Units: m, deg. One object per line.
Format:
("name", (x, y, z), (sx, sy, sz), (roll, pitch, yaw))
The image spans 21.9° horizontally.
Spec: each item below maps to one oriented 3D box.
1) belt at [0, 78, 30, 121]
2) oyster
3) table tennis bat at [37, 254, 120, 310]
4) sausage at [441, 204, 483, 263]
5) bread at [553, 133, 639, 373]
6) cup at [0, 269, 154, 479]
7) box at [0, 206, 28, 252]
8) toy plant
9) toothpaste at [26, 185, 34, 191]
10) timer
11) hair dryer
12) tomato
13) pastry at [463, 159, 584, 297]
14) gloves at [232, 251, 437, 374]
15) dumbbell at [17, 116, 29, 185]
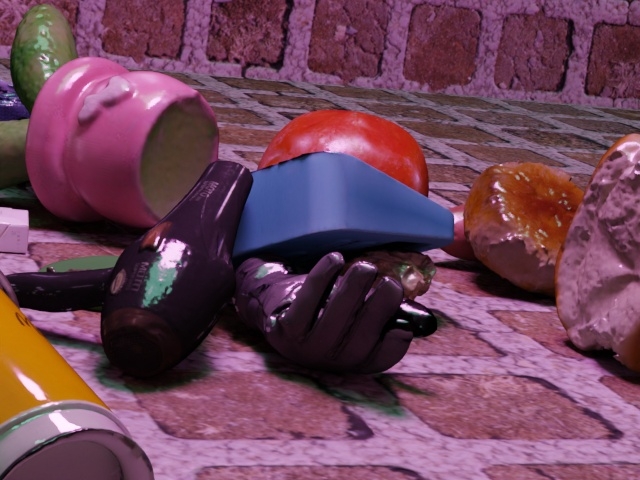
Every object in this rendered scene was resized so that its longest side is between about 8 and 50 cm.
("belt", (-0.520, -0.191, 2.464), (0.218, 0.128, 0.122), (9, 13, 14))
("oyster", (0.047, 0.056, 1.808), (0.191, 0.081, 0.163), (0, -13, -38))
("table tennis bat", (-0.197, 0.038, 1.818), (0.160, 0.039, 0.257), (17, 20, 32))
("sausage", (0.312, -0.011, 2.227), (0.433, 0.088, 0.088), (-2, 15, -36))
("bread", (0.402, 0.016, 1.805), (0.279, 0.250, 0.225), (5, 18, -37))
("cup", (-0.237, 0.118, 1.078), (0.196, 0.196, 0.280), (-3, 23, -41))
("box", (-0.418, -0.018, 1.928), (0.154, 0.040, 0.084), (6, 9, -12))
("toy plant", (-0.300, -0.151, 2.123), (0.356, 0.317, 0.210), (9, -29, 37))
("toothpaste", (-0.306, -0.076, 2.280), (0.194, 0.043, 0.067), (-12, 26, -42))
("timer", (0.000, 0.000, 1.807), (0.232, 0.091, 0.250), (-17, -24, 35))
("hair dryer", (-0.246, 0.021, 1.628), (0.359, 0.120, 0.303), (-3, 36, 16))
("tomato", (0.026, -0.070, 2.085), (0.232, 0.188, 0.232), (5, 13, -1))
("pastry", (0.264, -0.013, 2.057), (0.182, 0.093, 0.192), (12, 41, -24))
("gloves", (0.011, 0.069, 1.610), (0.142, 0.119, 0.285), (-3, 1, -28))
("dumbbell", (-0.451, -0.125, 2.272), (0.208, 0.099, 0.099), (3, 13, -23))
